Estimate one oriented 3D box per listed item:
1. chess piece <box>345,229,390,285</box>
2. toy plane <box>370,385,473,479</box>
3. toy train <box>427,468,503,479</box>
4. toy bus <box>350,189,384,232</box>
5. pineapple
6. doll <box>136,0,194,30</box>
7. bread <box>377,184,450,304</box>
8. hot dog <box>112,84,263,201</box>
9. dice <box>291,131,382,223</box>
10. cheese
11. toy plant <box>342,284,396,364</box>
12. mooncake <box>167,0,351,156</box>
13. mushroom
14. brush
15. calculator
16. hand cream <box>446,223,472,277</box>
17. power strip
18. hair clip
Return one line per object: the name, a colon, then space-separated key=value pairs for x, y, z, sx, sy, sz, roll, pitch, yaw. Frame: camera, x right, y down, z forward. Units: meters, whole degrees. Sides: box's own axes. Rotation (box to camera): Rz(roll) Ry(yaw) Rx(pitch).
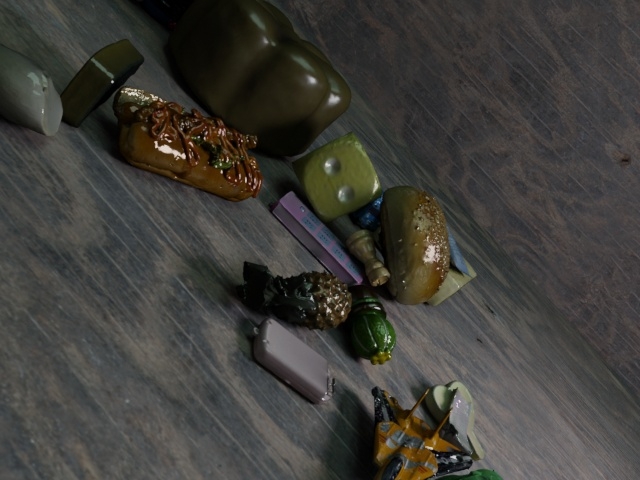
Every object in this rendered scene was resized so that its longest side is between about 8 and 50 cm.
chess piece: x=0.110 y=0.041 z=1.517 sx=0.066 sy=0.066 sz=0.122 roll=11 pitch=45 yaw=-57
toy plane: x=0.115 y=0.342 z=1.023 sx=0.204 sy=0.103 sz=0.316 roll=36 pitch=28 yaw=14
toy train: x=0.242 y=0.425 z=1.110 sx=0.099 sy=0.149 sz=0.081 roll=-113 pitch=-165 yaw=-49
toy bus: x=0.123 y=-0.121 z=1.882 sx=0.090 sy=0.106 sz=0.185 roll=30 pitch=26 yaw=-44
pineapple: x=-0.050 y=0.093 z=1.150 sx=0.237 sy=0.119 sz=0.111 roll=20 pitch=59 yaw=-51
doll: x=-0.343 y=-0.720 z=1.792 sx=0.240 sy=0.310 sz=0.284 roll=55 pitch=22 yaw=16
bread: x=0.222 y=0.008 z=1.603 sx=0.305 sy=0.158 sz=0.306 roll=-9 pitch=90 yaw=-89
hot dog: x=-0.233 y=-0.180 z=1.264 sx=0.349 sy=0.117 sz=0.158 roll=21 pitch=42 yaw=-50
dice: x=0.039 y=-0.149 z=1.608 sx=0.169 sy=0.169 sz=0.166 roll=64 pitch=0 yaw=-5
cheese: x=0.294 y=0.043 z=1.886 sx=0.265 sy=0.124 sz=0.242 roll=51 pitch=27 yaw=11
toy plant: x=0.092 y=0.168 z=1.312 sx=0.092 sy=0.093 sz=0.162 roll=26 pitch=31 yaw=-43
mooncake: x=-0.149 y=-0.446 z=1.737 sx=0.467 sy=0.262 sz=0.467 roll=39 pitch=20 yaw=-17
mushroom: x=-0.475 y=-0.244 z=0.984 sx=0.225 sy=0.093 sz=0.116 roll=33 pitch=1 yaw=-10
brush: x=-0.380 y=-0.274 z=1.160 sx=0.059 sy=0.123 sz=0.197 roll=44 pitch=21 yaw=-17
calculator: x=-0.043 y=0.193 z=1.081 sx=0.175 sy=0.032 sz=0.100 roll=40 pitch=21 yaw=-17
hand cream: x=0.332 y=-0.014 z=1.830 sx=0.091 sy=0.058 sz=0.271 roll=30 pitch=30 yaw=-53
power strip: x=0.000 y=0.000 z=1.514 sx=0.279 sy=0.037 sz=0.109 roll=46 pitch=21 yaw=-2
hair clip: x=0.275 y=0.364 z=1.335 sx=0.159 sy=0.071 sz=0.218 roll=46 pitch=26 yaw=-9
